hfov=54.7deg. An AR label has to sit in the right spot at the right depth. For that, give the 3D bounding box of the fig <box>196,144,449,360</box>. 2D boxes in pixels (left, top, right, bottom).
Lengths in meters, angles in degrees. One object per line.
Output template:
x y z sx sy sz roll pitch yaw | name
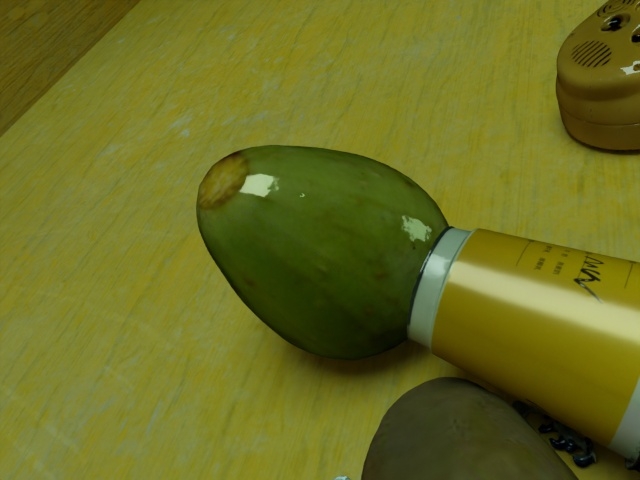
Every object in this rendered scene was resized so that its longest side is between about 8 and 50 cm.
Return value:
0.000 0.000 0.763 0.258 0.326 0.258 -41 32 33 | fig

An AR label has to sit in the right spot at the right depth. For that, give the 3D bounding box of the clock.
0.507 -0.279 0.924 0.317 0.200 0.244 -31 35 5 | clock

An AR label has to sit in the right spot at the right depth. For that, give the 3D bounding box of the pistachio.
0.131 0.233 0.549 0.213 0.163 0.260 0 29 -24 | pistachio

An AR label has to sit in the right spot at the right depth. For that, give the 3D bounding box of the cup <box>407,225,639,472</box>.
0.235 0.089 0.595 0.280 0.196 0.196 19 55 24 | cup

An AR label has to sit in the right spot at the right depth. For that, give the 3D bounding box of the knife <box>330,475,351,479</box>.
-0.112 0.342 0.654 0.331 0.044 0.080 -22 38 -1 | knife

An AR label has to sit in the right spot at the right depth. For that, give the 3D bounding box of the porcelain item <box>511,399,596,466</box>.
0.241 0.178 0.661 0.075 0.021 0.136 -11 41 16 | porcelain item
